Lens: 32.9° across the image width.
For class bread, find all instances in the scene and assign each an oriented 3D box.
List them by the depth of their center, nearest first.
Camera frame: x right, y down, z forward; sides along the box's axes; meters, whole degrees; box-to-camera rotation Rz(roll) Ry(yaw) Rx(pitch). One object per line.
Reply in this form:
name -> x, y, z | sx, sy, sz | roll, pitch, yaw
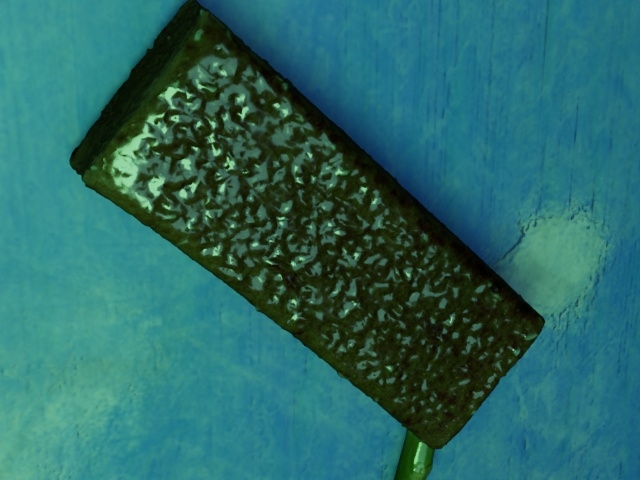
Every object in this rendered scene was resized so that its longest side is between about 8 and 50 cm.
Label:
bread -> 0.000, 0.000, 0.893 | 0.416, 0.113, 0.165 | 41, 88, -27

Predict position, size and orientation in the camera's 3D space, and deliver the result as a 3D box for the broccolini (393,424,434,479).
broccolini -> 0.032, 0.334, 1.062 | 0.073, 0.079, 0.392 | 14, 94, -16
